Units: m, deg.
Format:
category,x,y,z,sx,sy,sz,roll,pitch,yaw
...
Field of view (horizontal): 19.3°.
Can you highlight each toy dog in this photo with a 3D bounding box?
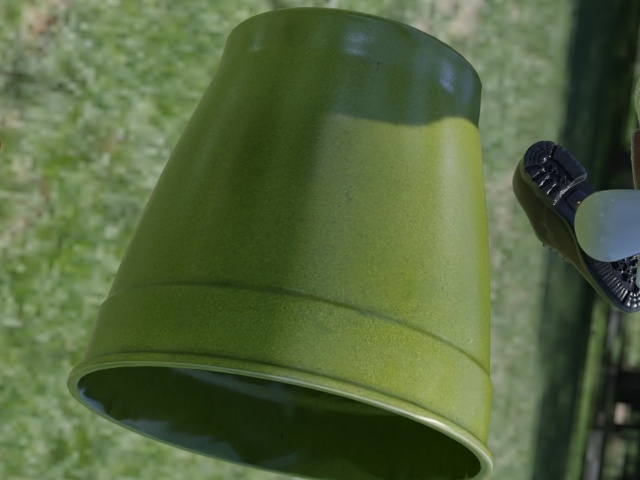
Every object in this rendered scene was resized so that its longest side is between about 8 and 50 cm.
category,x,y,z,sx,sy,sz,roll,pitch,yaw
toy dog,0.399,-0.049,1.993,0.161,0.334,0.220,9,-94,63

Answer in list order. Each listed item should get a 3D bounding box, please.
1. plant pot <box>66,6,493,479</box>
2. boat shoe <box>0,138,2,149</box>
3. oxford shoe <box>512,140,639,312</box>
category,x,y,z,sx,sy,sz,roll,pitch,yaw
plant pot,0.000,0.000,1.649,0.366,0.366,0.353,67,34,-68
boat shoe,-0.241,-0.041,1.163,0.045,0.050,0.135,-54,178,25
oxford shoe,0.307,-0.007,2.216,0.083,0.227,0.096,-28,167,-25
